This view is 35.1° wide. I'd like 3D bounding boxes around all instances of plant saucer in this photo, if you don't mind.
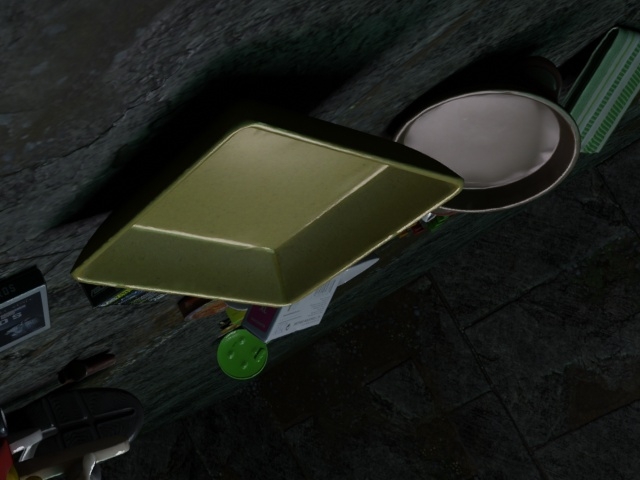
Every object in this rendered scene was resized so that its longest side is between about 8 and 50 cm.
[{"bbox_3d":[-0.064,-0.042,1.141,0.333,0.081,0.333,12,144,-42],"label":"plant saucer"},{"bbox_3d":[0.236,-0.136,1.474,0.278,0.041,0.278,0,146,0],"label":"plant saucer"}]

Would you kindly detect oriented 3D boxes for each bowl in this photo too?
[{"bbox_3d":[0.050,0.061,2.335,0.142,0.053,0.142,-35,169,35],"label":"bowl"}]

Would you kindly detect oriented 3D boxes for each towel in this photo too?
[{"bbox_3d":[0.492,-0.255,1.770,0.325,0.038,0.247,-11,135,-58],"label":"towel"}]

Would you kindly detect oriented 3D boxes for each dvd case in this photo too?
[{"bbox_3d":[-0.430,0.113,1.277,0.179,0.029,0.238,-26,171,-19],"label":"dvd case"}]

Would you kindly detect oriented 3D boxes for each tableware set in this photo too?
[{"bbox_3d":[-0.183,0.174,2.352,0.104,0.024,0.154,-27,170,-30],"label":"tableware set"}]

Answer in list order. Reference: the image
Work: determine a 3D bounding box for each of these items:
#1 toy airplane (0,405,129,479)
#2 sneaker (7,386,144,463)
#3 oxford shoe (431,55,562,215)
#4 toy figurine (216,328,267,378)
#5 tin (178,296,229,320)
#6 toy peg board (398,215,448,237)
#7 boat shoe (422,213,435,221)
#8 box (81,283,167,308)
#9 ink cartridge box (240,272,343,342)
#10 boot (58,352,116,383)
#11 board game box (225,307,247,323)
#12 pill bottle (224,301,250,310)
[{"bbox_3d":[-0.598,0.459,1.856,0.386,0.272,0.384,-25,169,30],"label":"toy airplane"},{"bbox_3d":[-0.578,0.415,2.172,0.448,0.169,0.257,-21,179,0],"label":"sneaker"},{"bbox_3d":[0.255,-0.183,1.576,0.348,0.123,0.130,-47,-168,48],"label":"oxford shoe"},{"bbox_3d":[-0.194,0.271,2.665,0.173,0.130,0.159,-53,-175,-2],"label":"toy figurine"},{"bbox_3d":[-0.194,0.107,1.919,0.106,0.040,0.190,-29,172,24],"label":"tin"},{"bbox_3d":[0.187,-0.049,2.076,0.161,0.079,0.161,-27,170,-14],"label":"toy peg board"},{"bbox_3d":[0.288,-0.128,1.897,0.277,0.096,0.098,-34,169,28],"label":"boat shoe"},{"bbox_3d":[-0.214,0.032,1.442,0.191,0.045,0.184,-31,168,16],"label":"box"},{"bbox_3d":[0.000,0.000,1.561,0.311,0.065,0.186,-63,160,16],"label":"ink cartridge box"},{"bbox_3d":[-0.424,0.235,1.912,0.114,0.037,0.106,-16,177,-43],"label":"boot"},{"bbox_3d":[-0.110,0.117,2.192,0.181,0.043,0.092,-31,170,12],"label":"board game box"},{"bbox_3d":[-0.080,0.054,1.708,0.121,0.121,0.221,-33,169,24],"label":"pill bottle"}]
